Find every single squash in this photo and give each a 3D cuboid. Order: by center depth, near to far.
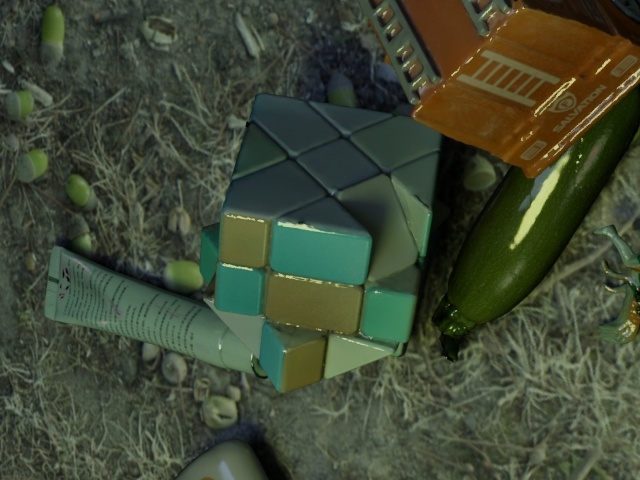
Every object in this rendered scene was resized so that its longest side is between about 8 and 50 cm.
[{"bbox_3d":[0.185,-0.023,1.391,0.087,0.087,0.331,44,118,25],"label":"squash"}]

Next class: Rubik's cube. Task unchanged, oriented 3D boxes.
[{"bbox_3d":[0.000,0.000,1.443,0.224,0.265,0.213,10,132,4],"label":"Rubik's cube"}]

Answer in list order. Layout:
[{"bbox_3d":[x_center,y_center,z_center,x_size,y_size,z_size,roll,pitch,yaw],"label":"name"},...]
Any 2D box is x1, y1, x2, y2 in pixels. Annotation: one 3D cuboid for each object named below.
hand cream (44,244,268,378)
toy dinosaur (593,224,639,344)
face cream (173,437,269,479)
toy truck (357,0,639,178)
[{"bbox_3d":[-0.182,0.080,1.683,0.331,0.058,0.085,14,104,35],"label":"hand cream"},{"bbox_3d":[0.294,0.024,1.332,0.187,0.044,0.106,-24,79,39],"label":"toy dinosaur"},{"bbox_3d":[-0.054,0.350,1.600,0.144,0.071,0.291,-45,68,47],"label":"face cream"},{"bbox_3d":[0.103,-0.258,1.312,0.173,0.207,0.387,-45,53,30],"label":"toy truck"}]
